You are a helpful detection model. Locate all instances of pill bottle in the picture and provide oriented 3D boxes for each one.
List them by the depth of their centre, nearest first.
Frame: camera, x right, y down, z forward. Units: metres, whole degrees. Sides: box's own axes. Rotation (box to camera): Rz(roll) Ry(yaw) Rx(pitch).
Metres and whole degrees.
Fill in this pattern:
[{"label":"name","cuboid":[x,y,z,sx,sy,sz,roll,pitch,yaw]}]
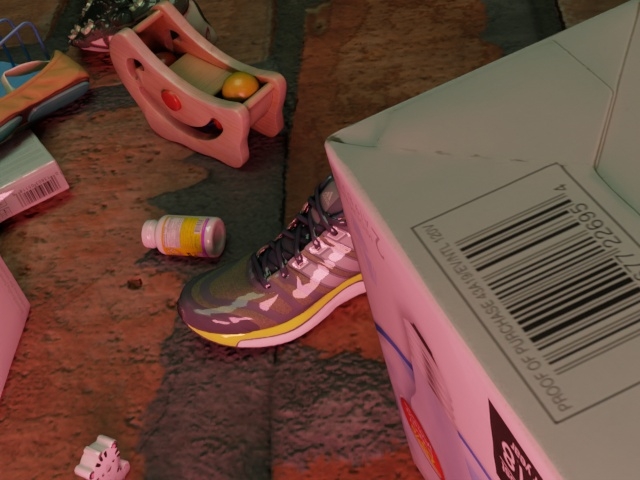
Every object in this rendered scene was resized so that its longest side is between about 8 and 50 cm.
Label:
[{"label":"pill bottle","cuboid":[-0.145,-0.005,1.004,0.083,0.043,0.043,3,47,19]}]

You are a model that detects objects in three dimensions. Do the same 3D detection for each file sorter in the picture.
[{"label":"file sorter","cuboid":[-0.464,-0.238,1.283,0.170,0.104,0.118,13,50,27]}]

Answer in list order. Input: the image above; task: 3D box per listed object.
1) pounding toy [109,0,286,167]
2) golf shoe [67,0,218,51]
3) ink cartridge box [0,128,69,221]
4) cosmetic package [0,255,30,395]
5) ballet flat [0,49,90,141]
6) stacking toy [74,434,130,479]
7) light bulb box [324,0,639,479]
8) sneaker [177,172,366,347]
[{"label":"pounding toy","cuboid":[-0.140,-0.213,1.133,0.270,0.154,0.155,25,56,33]},{"label":"golf shoe","cuboid":[-0.251,-0.283,1.284,0.273,0.120,0.105,9,67,52]},{"label":"ink cartridge box","cuboid":[-0.397,-0.070,1.156,0.145,0.045,0.179,-30,27,-14]},{"label":"cosmetic package","cuboid":[-0.501,0.073,0.914,0.366,0.197,0.155,-6,44,8]},{"label":"ballet flat","cuboid":[-0.394,-0.171,1.199,0.080,0.073,0.232,-37,6,48]},{"label":"stacking toy","cuboid":[-0.156,0.264,0.729,0.167,0.052,0.221,13,51,26]},{"label":"light bulb box","cuboid":[0.199,0.122,0.554,0.225,0.361,0.358,-24,44,-7]},{"label":"sneaker","cuboid":[0.000,0.000,0.903,0.300,0.121,0.111,-24,44,-9]}]
